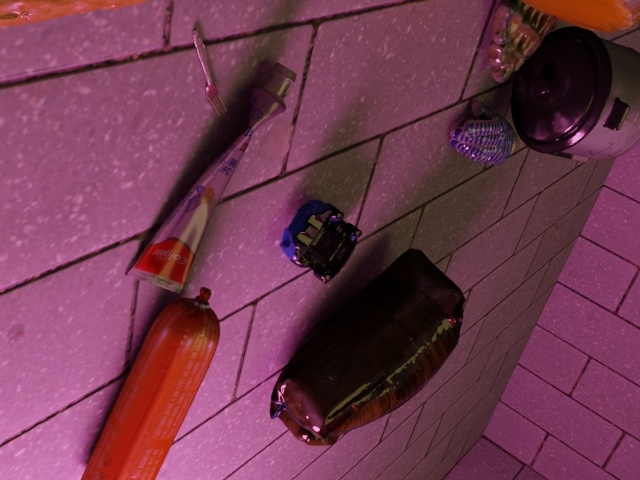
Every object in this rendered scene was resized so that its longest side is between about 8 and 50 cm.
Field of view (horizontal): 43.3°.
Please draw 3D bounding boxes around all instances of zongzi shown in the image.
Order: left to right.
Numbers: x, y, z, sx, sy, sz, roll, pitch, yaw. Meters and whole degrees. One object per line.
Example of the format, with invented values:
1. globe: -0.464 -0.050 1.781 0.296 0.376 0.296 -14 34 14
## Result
1. zongzi: 0.071 0.265 1.537 0.403 0.208 0.432 -39 162 -24

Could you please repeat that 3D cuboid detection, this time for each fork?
1. fork: -0.120 -0.179 0.858 0.016 0.012 0.115 -50 149 -25

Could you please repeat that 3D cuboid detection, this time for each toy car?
1. toy car: 0.000 0.000 1.220 0.103 0.063 0.216 -56 161 -2

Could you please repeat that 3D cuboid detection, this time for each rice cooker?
1. rice cooker: 0.499 -0.276 1.552 0.227 0.280 0.241 7 116 -32

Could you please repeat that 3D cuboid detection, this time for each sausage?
1. sausage: -0.208 0.195 1.036 0.093 0.093 0.312 2 117 -62

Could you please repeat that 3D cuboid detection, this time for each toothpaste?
1. toothpaste: -0.119 -0.073 0.942 0.301 0.048 0.075 -57 159 6

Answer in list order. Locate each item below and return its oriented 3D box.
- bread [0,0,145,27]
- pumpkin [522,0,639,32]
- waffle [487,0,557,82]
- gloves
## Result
1. bread: -0.264 -0.200 0.349 0.375 0.165 0.236 -23 131 -34
2. pumpkin: 0.355 -0.419 1.103 0.199 0.332 0.332 -57 156 14
3. waffle: 0.385 -0.443 1.409 0.309 0.056 0.291 -45 152 -27
4. gloves: 0.320 -0.203 1.546 0.229 0.097 0.119 -4 93 -54
